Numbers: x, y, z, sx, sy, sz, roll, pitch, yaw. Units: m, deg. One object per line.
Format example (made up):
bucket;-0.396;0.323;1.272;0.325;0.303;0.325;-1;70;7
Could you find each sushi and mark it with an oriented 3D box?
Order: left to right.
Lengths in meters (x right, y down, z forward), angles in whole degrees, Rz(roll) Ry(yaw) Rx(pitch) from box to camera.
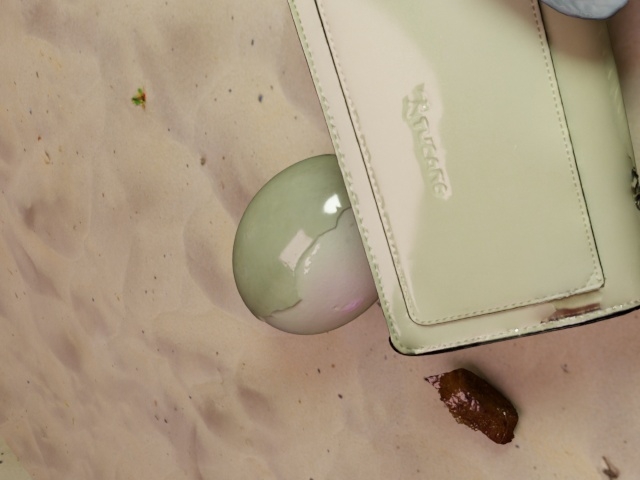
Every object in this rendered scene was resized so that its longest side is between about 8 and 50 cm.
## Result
sushi;0.173;0.189;0.834;0.118;0.061;0.060;45;122;15

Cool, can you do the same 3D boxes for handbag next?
handbag;0.139;-0.105;0.634;0.237;0.160;0.358;-13;103;21

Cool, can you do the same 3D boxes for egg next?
egg;0.000;0.000;0.810;0.183;0.183;0.217;48;142;14

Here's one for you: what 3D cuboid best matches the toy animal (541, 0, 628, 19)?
toy animal;0.217;-0.233;0.492;0.255;0.239;0.176;56;173;9
